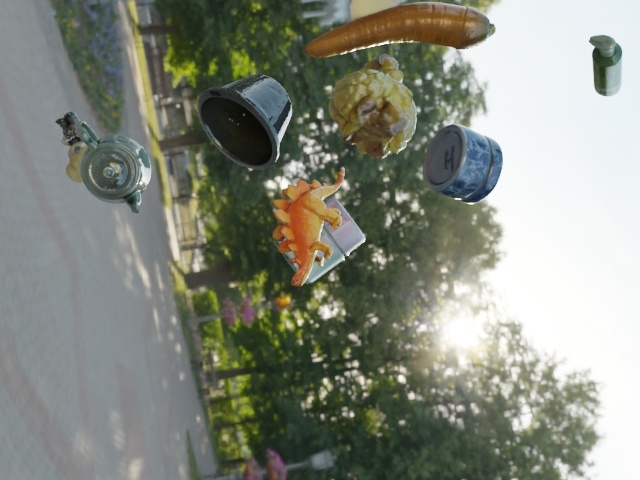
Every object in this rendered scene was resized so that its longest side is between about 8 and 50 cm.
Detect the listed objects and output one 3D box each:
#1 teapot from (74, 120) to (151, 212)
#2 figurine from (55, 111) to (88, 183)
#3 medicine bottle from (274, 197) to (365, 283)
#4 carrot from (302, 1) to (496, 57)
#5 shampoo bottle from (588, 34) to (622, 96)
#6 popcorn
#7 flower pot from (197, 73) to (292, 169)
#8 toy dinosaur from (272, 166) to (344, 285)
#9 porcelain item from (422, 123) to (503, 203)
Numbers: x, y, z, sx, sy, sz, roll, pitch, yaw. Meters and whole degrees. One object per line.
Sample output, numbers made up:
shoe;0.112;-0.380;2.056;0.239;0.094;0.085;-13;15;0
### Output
teapot;-0.477;-0.165;1.741;0.239;0.162;0.149;59;-1;-11
figurine;-0.645;-0.249;2.064;0.196;0.114;0.108;65;16;3
medicine bottle;0.000;0.000;1.718;0.135;0.168;0.135;54;1;-2
carrot;0.109;-0.296;1.077;0.066;0.271;0.062;90;-2;-49
shampoo bottle;0.598;-0.370;1.615;0.204;0.065;0.065;34;41;-65
popcorn;0.153;-0.402;2.306;0.225;0.264;0.332;141;-45;-63
flower pot;-0.184;-0.342;2.089;0.166;0.269;0.269;-53;160;-29
toy dinosaur;-0.025;-0.043;1.291;0.070;0.117;0.288;120;-12;-51
porcelain item;0.297;-0.157;1.597;0.147;0.114;0.147;-43;-141;49
